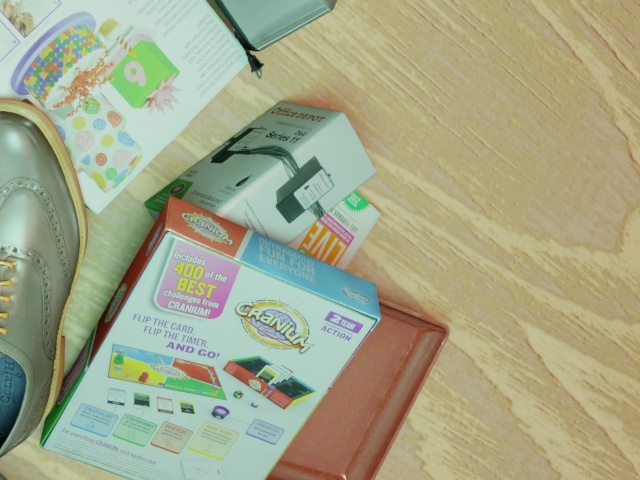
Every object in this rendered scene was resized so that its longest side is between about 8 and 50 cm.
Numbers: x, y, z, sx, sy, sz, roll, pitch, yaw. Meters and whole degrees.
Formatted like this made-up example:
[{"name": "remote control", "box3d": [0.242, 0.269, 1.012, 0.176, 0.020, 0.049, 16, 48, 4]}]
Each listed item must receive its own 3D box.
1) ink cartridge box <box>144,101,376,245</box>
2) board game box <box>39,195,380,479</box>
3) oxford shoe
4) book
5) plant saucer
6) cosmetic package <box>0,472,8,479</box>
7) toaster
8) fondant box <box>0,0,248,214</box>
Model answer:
[{"name": "ink cartridge box", "box3d": [-0.066, -0.058, 1.395, 0.208, 0.153, 0.087, -39, 117, -19]}, {"name": "board game box", "box3d": [-0.119, 0.133, 1.333, 0.242, 0.064, 0.316, 24, 119, -18]}, {"name": "oxford shoe", "box3d": [-0.303, 0.047, 1.239, 0.130, 0.133, 0.364, 4, 111, 2]}, {"name": "book", "box3d": [0.000, 0.000, 1.517, 0.096, 0.035, 0.144, 40, 78, -34]}, {"name": "plant saucer", "box3d": [-0.005, 0.172, 1.517, 0.258, 0.048, 0.259, 22, 98, -31]}, {"name": "cosmetic package", "box3d": [-0.369, 0.344, 1.256, 0.224, 0.224, 0.138, -46, 118, -14]}, {"name": "toaster", "box3d": [-0.060, -0.301, 1.334, 0.110, 0.168, 0.186, -23, 119, 24]}, {"name": "fondant box", "box3d": [-0.262, -0.226, 1.281, 0.238, 0.096, 0.330, -47, 118, -14]}]
